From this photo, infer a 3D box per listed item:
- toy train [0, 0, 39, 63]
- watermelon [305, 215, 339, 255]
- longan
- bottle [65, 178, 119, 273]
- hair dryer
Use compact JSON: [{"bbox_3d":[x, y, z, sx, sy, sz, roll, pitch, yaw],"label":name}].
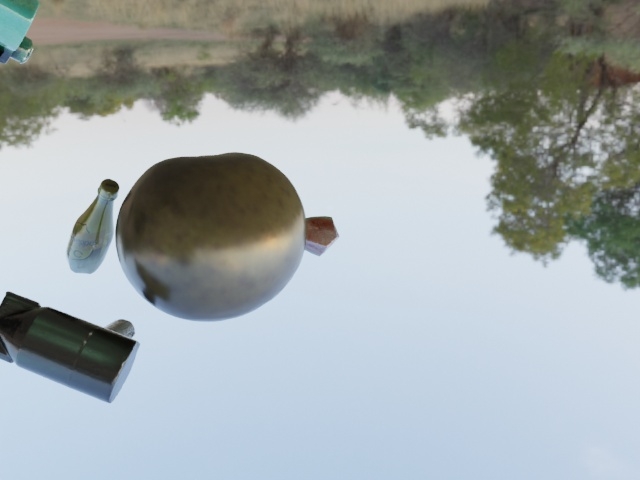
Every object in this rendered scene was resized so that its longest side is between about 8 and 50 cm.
[{"bbox_3d":[-0.486,-0.321,0.832,0.248,0.101,0.159,26,148,-34],"label":"toy train"},{"bbox_3d":[-0.005,-0.001,1.342,0.085,0.092,0.072,3,-151,6],"label":"watermelon"},{"bbox_3d":[-0.209,-0.014,1.238,0.361,0.360,0.361,-4,-165,1],"label":"longan"},{"bbox_3d":[-0.464,-0.029,1.326,0.083,0.269,0.083,17,-134,-19],"label":"bottle"},{"bbox_3d":[-0.449,0.175,1.195,0.245,0.116,0.302,24,-179,-2],"label":"hair dryer"}]
